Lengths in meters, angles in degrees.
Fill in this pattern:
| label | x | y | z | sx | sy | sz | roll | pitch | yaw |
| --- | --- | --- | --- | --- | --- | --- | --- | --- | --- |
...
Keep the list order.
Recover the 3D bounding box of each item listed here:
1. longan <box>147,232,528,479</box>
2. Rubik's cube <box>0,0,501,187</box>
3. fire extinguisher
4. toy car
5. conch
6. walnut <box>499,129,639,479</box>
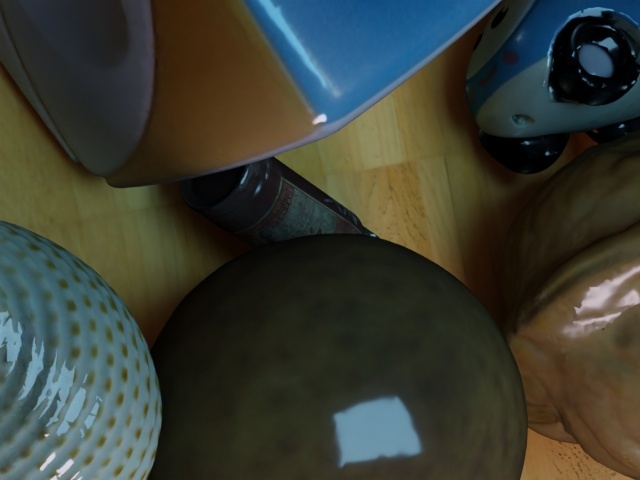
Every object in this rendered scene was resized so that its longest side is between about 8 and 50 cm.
| label | x | y | z | sx | sy | sz | roll | pitch | yaw |
| --- | --- | --- | --- | --- | --- | --- | --- | --- | --- |
| longan | 0.004 | 0.143 | 1.297 | 0.319 | 0.319 | 0.319 | 4 | 83 | -36 |
| Rubik's cube | -0.069 | -0.273 | 1.252 | 0.351 | 0.347 | 0.352 | -46 | 112 | -30 |
| fire extinguisher | -0.007 | 0.004 | 1.416 | 0.075 | 0.106 | 0.252 | -42 | 135 | 13 |
| toy car | 0.248 | -0.187 | 1.582 | 0.255 | 0.188 | 0.190 | -16 | 73 | -28 |
| conch | -0.276 | 0.094 | 1.141 | 0.303 | 0.215 | 0.319 | -26 | 112 | 0 |
| walnut | 0.344 | 0.063 | 1.550 | 0.383 | 0.383 | 0.384 | 4 | 83 | -36 |
